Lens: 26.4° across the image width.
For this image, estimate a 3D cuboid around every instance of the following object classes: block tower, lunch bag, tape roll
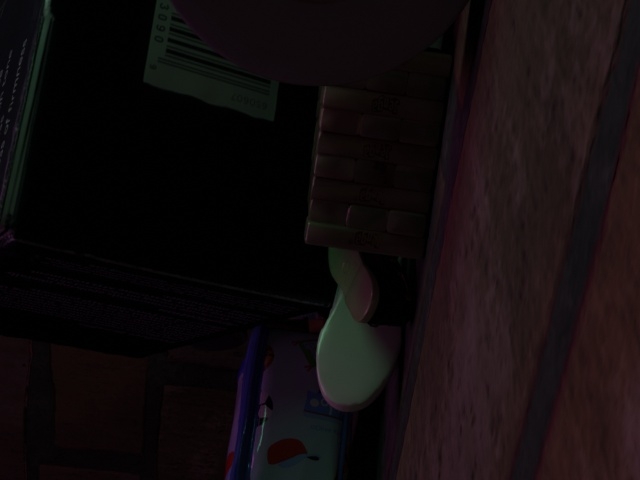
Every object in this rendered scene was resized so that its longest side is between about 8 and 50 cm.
[{"bbox_3d":[0.051,-0.162,1.001,0.097,0.091,0.335,-96,14,-79],"label":"block tower"},{"bbox_3d":[-0.027,0.223,1.237,0.303,0.115,0.243,93,-179,-57],"label":"lunch bag"},{"bbox_3d":[-0.001,-0.211,0.875,0.072,0.219,0.219,-100,18,-78],"label":"tape roll"}]

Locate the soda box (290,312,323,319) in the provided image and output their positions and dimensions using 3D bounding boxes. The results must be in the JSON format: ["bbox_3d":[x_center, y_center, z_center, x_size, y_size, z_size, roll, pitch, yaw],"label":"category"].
[{"bbox_3d":[-0.077,0.079,1.927,0.058,0.183,0.063,-89,5,-61],"label":"soda box"}]

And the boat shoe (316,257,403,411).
[{"bbox_3d":[0.034,0.064,1.098,0.063,0.066,0.184,84,-173,-52],"label":"boat shoe"}]

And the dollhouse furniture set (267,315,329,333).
[{"bbox_3d":[0.000,0.000,1.602,0.262,0.135,0.259,-92,-2,-71],"label":"dollhouse furniture set"}]

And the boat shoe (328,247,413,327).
[{"bbox_3d":[0.037,0.020,1.063,0.049,0.042,0.133,-64,27,29],"label":"boat shoe"}]

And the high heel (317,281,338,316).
[{"bbox_3d":[0.027,-0.077,1.231,0.186,0.093,0.261,98,-177,-61],"label":"high heel"}]

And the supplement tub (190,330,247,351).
[{"bbox_3d":[-0.121,0.023,1.556,0.106,0.106,0.197,103,166,-62],"label":"supplement tub"}]

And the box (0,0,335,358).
[{"bbox_3d":[-0.186,-0.160,1.311,0.472,0.297,0.479,-18,61,61],"label":"box"}]
